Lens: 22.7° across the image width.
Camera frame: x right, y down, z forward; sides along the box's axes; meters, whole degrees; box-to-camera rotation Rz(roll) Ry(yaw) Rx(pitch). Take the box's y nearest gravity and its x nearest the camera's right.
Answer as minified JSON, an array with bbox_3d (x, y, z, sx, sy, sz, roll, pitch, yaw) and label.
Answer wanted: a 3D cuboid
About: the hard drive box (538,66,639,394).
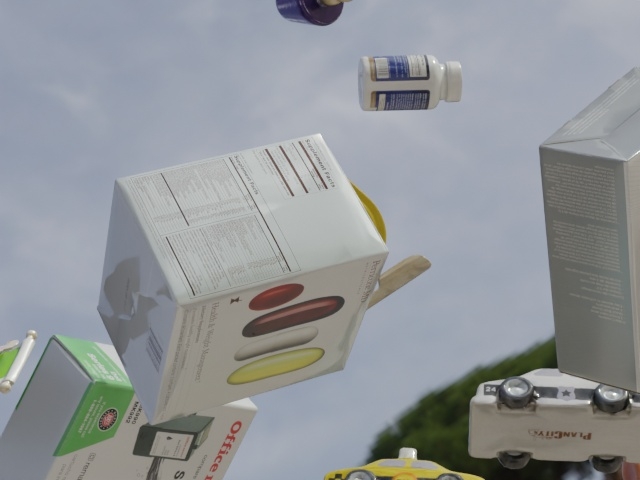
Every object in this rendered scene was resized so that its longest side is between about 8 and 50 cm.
[{"bbox_3d":[0.284,-0.012,1.421,0.181,0.089,0.232,-38,-51,-40],"label":"hard drive box"}]

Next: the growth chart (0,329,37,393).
[{"bbox_3d":[-0.511,0.203,2.229,0.237,0.172,0.021,-21,-66,8],"label":"growth chart"}]

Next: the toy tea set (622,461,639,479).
[{"bbox_3d":[0.464,0.329,2.196,0.124,0.336,0.200,-5,-20,-16],"label":"toy tea set"}]

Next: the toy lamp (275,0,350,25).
[{"bbox_3d":[0.052,-0.309,1.926,0.080,0.080,0.275,-2,-3,-43],"label":"toy lamp"}]

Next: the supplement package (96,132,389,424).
[{"bbox_3d":[-0.077,0.036,1.450,0.203,0.149,0.194,-15,-33,-24],"label":"supplement package"}]

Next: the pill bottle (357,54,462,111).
[{"bbox_3d":[0.107,-0.190,1.917,0.120,0.067,0.067,-2,-36,-5],"label":"pill bottle"}]

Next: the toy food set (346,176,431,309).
[{"bbox_3d":[0.000,0.000,1.755,0.128,0.218,0.071,-40,-13,-22],"label":"toy food set"}]

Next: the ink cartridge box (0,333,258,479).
[{"bbox_3d":[-0.251,0.257,2.059,0.289,0.121,0.211,15,-73,-45],"label":"ink cartridge box"}]

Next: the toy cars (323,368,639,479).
[{"bbox_3d":[0.168,0.222,1.664,0.394,0.087,0.176,-34,-62,27],"label":"toy cars"}]
